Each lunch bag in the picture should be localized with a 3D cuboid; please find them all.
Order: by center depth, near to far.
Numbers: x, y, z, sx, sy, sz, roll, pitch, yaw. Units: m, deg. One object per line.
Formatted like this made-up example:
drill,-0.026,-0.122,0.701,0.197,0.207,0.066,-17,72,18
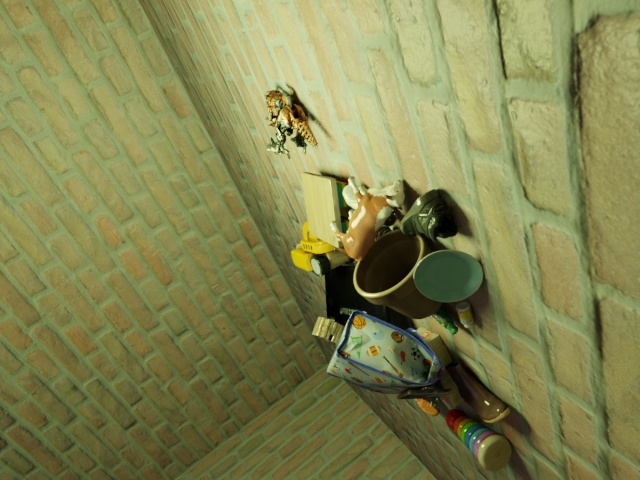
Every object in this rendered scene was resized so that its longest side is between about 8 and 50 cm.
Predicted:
lunch bag,0.249,0.456,1.819,0.385,0.239,0.328,23,155,6

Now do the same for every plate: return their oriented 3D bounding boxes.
plate,0.355,0.096,1.320,0.024,0.188,0.188,-75,-34,-54

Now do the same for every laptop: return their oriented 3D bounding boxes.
laptop,0.233,0.303,2.117,0.382,0.236,0.408,1,96,50

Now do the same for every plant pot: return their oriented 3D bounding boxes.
plant pot,0.273,0.130,1.496,0.229,0.263,0.263,45,171,-28

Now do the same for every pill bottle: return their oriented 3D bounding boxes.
pill bottle,0.451,0.232,1.471,0.043,0.043,0.083,31,151,58

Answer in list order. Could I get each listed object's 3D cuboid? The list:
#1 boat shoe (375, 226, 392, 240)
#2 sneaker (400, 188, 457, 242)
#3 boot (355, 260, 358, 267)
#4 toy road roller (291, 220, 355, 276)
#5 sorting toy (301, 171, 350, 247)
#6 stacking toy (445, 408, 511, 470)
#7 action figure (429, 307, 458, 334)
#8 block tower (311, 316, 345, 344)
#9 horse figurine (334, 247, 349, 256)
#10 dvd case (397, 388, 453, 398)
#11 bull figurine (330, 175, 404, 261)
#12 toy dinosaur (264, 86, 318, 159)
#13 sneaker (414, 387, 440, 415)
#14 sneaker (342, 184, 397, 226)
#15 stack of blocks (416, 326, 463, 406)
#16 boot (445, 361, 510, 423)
boat shoe,0.243,0.030,1.642,0.068,0.081,0.228,42,166,37
sneaker,0.298,-0.036,1.318,0.130,0.087,0.227,59,160,15
boot,0.241,0.152,1.723,0.178,0.085,0.236,28,-163,-35
toy road roller,0.000,0.000,2.109,0.329,0.202,0.241,11,121,62
sorting toy,0.032,-0.131,1.827,0.255,0.089,0.257,27,129,60
stacking toy,0.624,0.787,1.939,0.141,0.141,0.330,61,171,-14
action figure,0.382,0.238,1.624,0.232,0.063,0.137,44,-173,38
block tower,0.130,0.464,2.202,0.335,0.097,0.091,27,164,-19
horse figurine,0.159,0.029,1.863,0.174,0.066,0.263,46,152,-11
dvd case,0.400,0.596,1.832,0.221,0.164,0.018,99,170,-65
bull figurine,0.141,-0.082,1.466,0.188,0.101,0.310,56,133,37
toy dinosaur,-0.120,-0.425,1.722,0.322,0.164,0.218,-109,18,-44
sneaker,0.507,0.768,2.309,0.121,0.099,0.262,57,174,-30
sneaker,0.172,-0.116,1.585,0.237,0.085,0.086,39,-177,38
stack of blocks,0.457,0.499,1.901,0.297,0.087,0.171,61,163,-14
boot,0.549,0.536,1.692,0.207,0.090,0.248,53,168,5
